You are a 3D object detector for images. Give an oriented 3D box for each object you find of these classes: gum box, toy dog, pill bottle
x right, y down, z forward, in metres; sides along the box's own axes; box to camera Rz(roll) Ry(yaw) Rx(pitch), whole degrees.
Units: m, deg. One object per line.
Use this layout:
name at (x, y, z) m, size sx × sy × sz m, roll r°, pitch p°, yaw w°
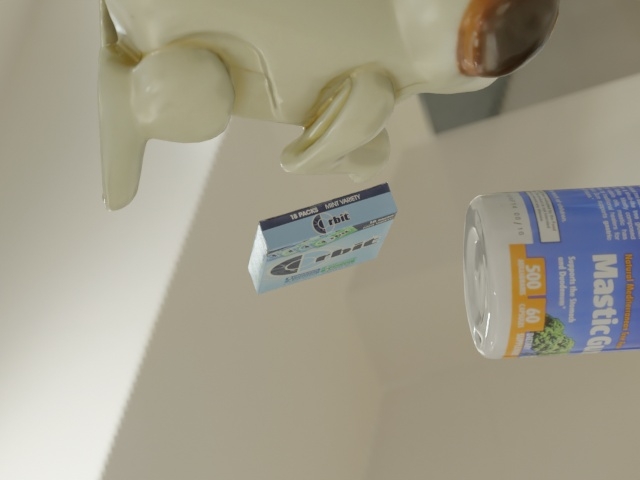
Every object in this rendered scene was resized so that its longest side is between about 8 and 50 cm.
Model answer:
gum box at (0.000, 0.000, 2.012) m, size 0.184 × 0.157 × 0.041 m, roll 109°, pitch 143°, yaw -71°
toy dog at (0.006, -0.233, 1.509) m, size 0.284 × 0.408 × 0.395 m, roll -99°, pitch 9°, yaw -46°
pill bottle at (0.274, 0.026, 1.561) m, size 0.152 × 0.272 × 0.152 m, roll 177°, pitch 90°, yaw -86°
